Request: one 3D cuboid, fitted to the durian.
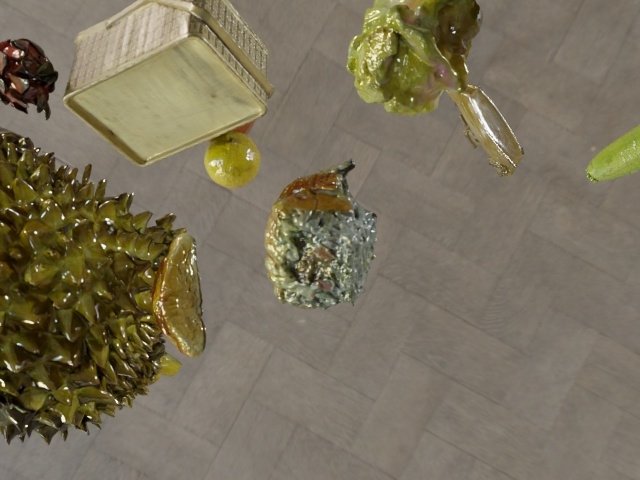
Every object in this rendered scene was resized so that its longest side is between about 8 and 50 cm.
[{"bbox_3d":[-0.238,0.048,0.688,0.258,0.293,0.258,-1,69,3],"label":"durian"}]

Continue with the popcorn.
[{"bbox_3d":[0.098,-0.201,0.861,0.145,0.126,0.126,-41,119,-14],"label":"popcorn"}]

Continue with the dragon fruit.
[{"bbox_3d":[-0.509,-0.282,1.398,0.142,0.130,0.121,21,95,25],"label":"dragon fruit"}]

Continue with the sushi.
[{"bbox_3d":[0.000,0.000,1.441,0.184,0.274,0.139,12,42,12],"label":"sushi"}]

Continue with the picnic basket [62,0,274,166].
[{"bbox_3d":[-0.259,-0.299,1.454,0.312,0.228,0.175,-19,51,24],"label":"picnic basket"}]

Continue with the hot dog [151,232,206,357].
[{"bbox_3d":[-0.103,0.040,0.585,0.034,0.030,0.090,-3,79,-23],"label":"hot dog"}]

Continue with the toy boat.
[{"bbox_3d":[0.295,-0.202,1.487,0.064,0.072,0.206,-48,112,-25],"label":"toy boat"}]

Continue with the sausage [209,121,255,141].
[{"bbox_3d":[-0.238,-0.318,1.688,0.141,0.153,0.268,-38,100,22],"label":"sausage"}]

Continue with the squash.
[{"bbox_3d":[0.484,-0.140,1.255,0.066,0.201,0.066,13,63,-26],"label":"squash"}]

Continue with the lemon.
[{"bbox_3d":[-0.169,-0.155,1.587,0.109,0.133,0.109,-1,73,2],"label":"lemon"}]
